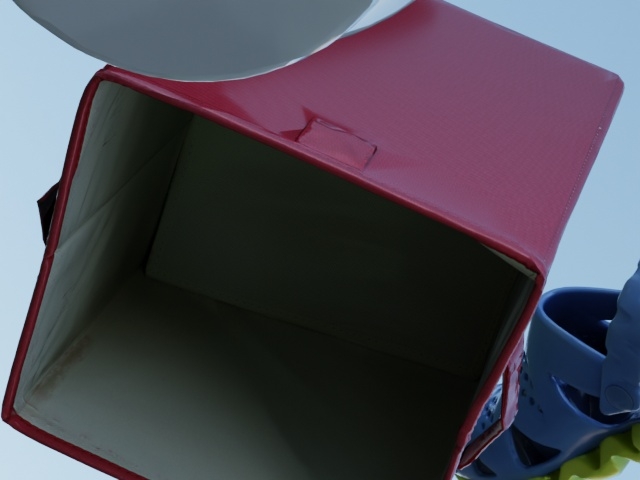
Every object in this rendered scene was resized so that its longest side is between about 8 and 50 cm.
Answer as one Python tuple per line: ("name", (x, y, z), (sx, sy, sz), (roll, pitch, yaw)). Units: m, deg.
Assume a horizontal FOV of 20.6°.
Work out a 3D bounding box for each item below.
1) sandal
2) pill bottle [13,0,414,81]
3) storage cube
("sandal", (0.184, 0.085, 1.169), (0.317, 0.126, 0.138), (-26, -74, 46))
("pill bottle", (-0.010, -0.115, 0.405), (0.121, 0.216, 0.121), (4, -64, 8))
("storage cube", (0.000, 0.000, 0.770), (0.215, 0.193, 0.183), (24, -58, 7))
